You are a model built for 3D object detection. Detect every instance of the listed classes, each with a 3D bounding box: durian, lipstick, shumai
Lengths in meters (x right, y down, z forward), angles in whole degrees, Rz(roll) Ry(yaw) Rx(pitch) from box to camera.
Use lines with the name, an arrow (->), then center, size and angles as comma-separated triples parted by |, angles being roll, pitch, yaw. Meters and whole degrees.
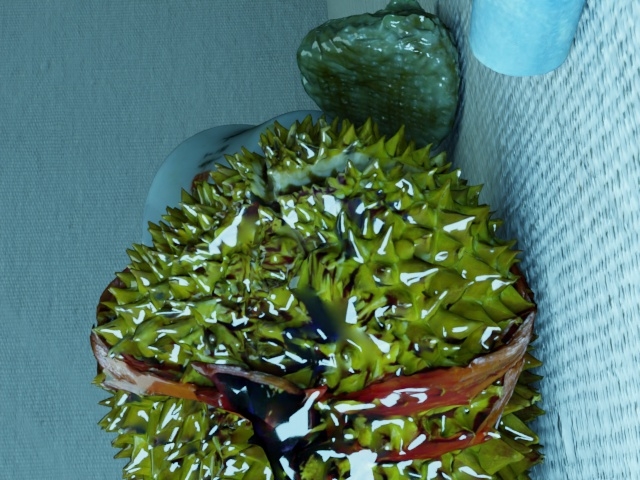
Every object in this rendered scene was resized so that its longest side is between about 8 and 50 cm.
durian -> 0.005, 0.099, 0.631 | 0.347, 0.347, 0.384 | -105, 22, -82
lipstick -> 0.110, -0.194, 0.378 | 0.274, 0.061, 0.068 | 88, 179, -54
shumai -> 0.086, -0.185, 0.871 | 0.184, 0.184, 0.142 | 88, -153, -56

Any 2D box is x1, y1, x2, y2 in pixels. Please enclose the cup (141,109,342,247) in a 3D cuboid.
cup -> 0.000, 0.000, 0.915 | 0.163, 0.347, 0.347 | -28, 59, 45
